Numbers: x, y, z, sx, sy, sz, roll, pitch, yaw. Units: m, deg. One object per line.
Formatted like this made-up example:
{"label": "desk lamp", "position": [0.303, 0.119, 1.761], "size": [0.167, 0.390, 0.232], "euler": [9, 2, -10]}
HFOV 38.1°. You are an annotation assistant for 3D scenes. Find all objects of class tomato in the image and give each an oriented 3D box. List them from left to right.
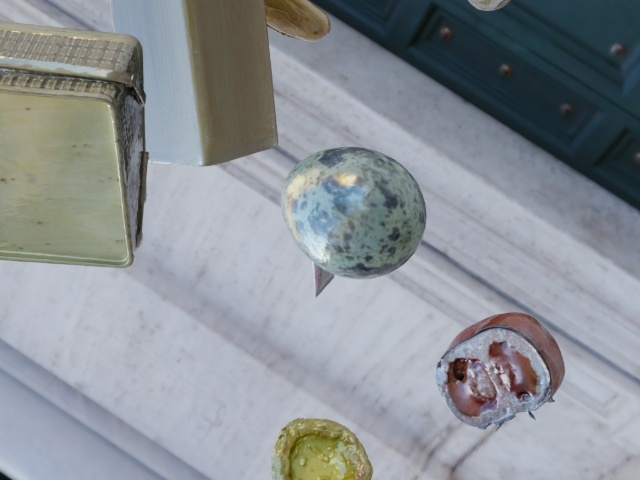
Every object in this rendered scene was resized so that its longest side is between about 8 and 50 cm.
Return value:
{"label": "tomato", "position": [0.325, 0.213, 1.624], "size": [0.214, 0.180, 0.155], "euler": [-26, 6, 36]}

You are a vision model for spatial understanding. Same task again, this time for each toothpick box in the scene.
{"label": "toothpick box", "position": [-0.164, -0.262, 1.190], "size": [0.190, 0.188, 0.307], "euler": [-26, -64, -49]}

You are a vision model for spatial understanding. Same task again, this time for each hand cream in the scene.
{"label": "hand cream", "position": [0.000, 0.000, 1.585], "size": [0.067, 0.043, 0.209], "euler": [-48, -36, -44]}

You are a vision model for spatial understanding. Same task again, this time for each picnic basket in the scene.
{"label": "picnic basket", "position": [-0.180, -0.063, 0.637], "size": [0.079, 0.115, 0.164], "euler": [-86, 3, -47]}

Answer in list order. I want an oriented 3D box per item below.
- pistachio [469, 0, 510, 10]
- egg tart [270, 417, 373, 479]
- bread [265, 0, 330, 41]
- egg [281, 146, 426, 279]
{"label": "pistachio", "position": [0.165, -0.285, 0.746], "size": [0.144, 0.144, 0.215], "euler": [-54, -3, -43]}
{"label": "egg tart", "position": [-0.003, 0.213, 0.846], "size": [0.105, 0.105, 0.039], "euler": [-55, -1, -37]}
{"label": "bread", "position": [-0.068, -0.364, 1.423], "size": [0.077, 0.189, 0.114], "euler": [-53, 26, 17]}
{"label": "egg", "position": [0.029, -0.031, 0.947], "size": [0.132, 0.172, 0.132], "euler": [-20, -59, -36]}
